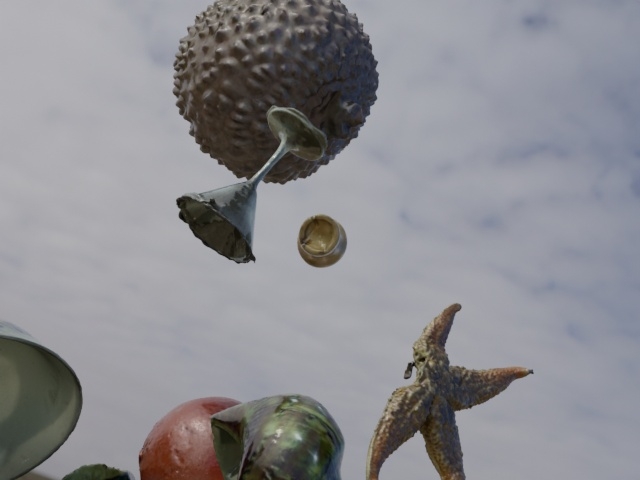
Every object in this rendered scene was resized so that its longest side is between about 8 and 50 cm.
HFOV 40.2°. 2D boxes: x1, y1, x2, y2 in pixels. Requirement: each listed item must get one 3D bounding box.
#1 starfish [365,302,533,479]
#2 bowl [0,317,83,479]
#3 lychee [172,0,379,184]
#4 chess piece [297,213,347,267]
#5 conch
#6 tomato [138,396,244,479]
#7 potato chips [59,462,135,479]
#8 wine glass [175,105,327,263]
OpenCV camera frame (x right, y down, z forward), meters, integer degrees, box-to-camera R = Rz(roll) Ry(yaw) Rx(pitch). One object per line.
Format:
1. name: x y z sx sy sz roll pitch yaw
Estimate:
1. starfish: 0.124 0.180 0.878 0.138 0.247 0.050 45 -39 -12
2. bowl: -0.471 0.179 1.107 0.313 0.146 0.313 -15 -43 -15
3. lychee: -0.090 -0.302 1.649 0.432 0.380 0.380 33 -12 29
4. chess piece: 0.000 0.000 1.058 0.066 0.066 0.122 17 -2 3
5. conch: -0.037 0.241 0.885 0.124 0.181 0.187 -3 -39 -16
6. tomato: -0.150 0.326 1.249 0.184 0.208 0.208 -14 -34 25
7. potato chips: -0.422 0.434 1.264 0.070 0.358 0.429 56 6 11
8. wine glass: -0.077 -0.072 1.073 0.122 0.183 0.122 32 -25 17
